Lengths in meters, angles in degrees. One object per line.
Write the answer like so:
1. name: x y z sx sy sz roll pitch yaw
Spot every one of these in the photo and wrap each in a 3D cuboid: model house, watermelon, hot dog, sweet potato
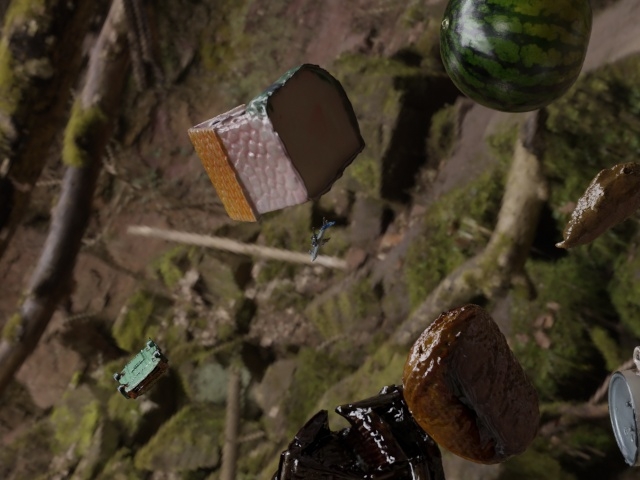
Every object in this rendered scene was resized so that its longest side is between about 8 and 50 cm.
1. model house: 0.026 0.407 1.316 0.297 0.282 0.317 -128 40 -49
2. watermelon: 0.358 -0.377 1.739 0.285 0.285 0.285 25 -90 -86
3. hot dog: 0.190 0.179 1.199 0.160 0.227 0.099 -39 29 -21
4. model house: -0.090 -0.175 1.681 0.237 0.202 0.237 -15 24 37
5. sweet potato: 0.338 -0.044 1.124 0.206 0.068 0.060 -40 17 -31

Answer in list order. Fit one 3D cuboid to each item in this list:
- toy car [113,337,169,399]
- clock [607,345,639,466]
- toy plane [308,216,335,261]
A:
1. toy car: -0.187 0.140 1.009 0.059 0.035 0.122 -44 14 -10
2. clock: 0.506 0.282 1.513 0.155 0.063 0.229 -76 -23 -79
3. toy plane: -0.002 -0.002 1.727 0.084 0.024 0.078 -62 -28 -1
